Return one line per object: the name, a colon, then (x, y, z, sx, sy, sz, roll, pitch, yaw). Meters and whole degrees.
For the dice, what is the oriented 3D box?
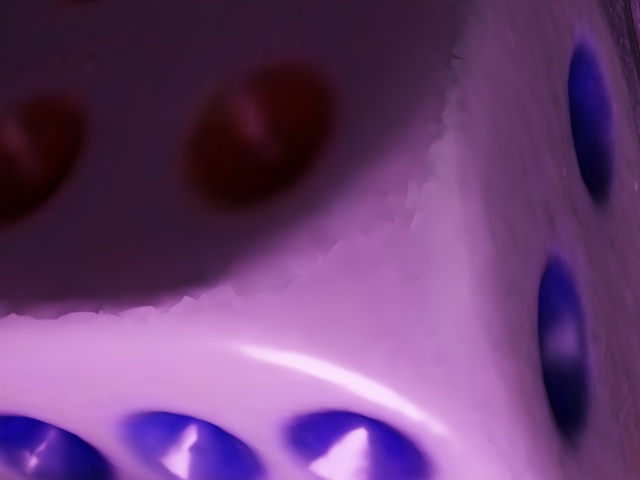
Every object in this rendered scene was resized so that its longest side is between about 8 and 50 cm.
dice: (0.000, 0.000, 0.689, 0.304, 0.276, 0.304, 58, 37, -45)
